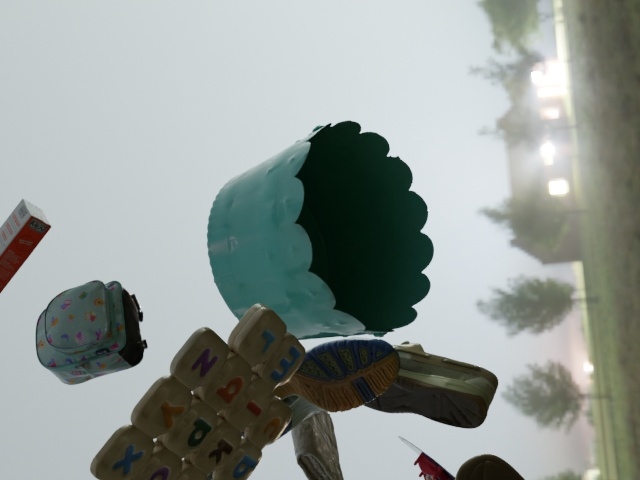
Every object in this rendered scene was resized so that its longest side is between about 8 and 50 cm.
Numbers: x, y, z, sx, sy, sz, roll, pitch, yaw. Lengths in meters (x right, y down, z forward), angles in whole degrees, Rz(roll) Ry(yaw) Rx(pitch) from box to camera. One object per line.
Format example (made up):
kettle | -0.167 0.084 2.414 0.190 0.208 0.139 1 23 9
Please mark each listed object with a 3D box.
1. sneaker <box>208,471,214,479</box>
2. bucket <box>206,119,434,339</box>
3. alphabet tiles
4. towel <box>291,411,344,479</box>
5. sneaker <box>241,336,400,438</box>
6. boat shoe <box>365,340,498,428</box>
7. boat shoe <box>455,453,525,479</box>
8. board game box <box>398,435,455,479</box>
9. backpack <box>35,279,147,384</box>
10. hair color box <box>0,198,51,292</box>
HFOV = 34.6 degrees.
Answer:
sneaker | -0.227 0.448 1.907 0.084 0.083 0.215 -48 3 -18
bucket | 0.000 0.000 1.341 0.281 0.183 0.281 20 -118 -45
alphabet tiles | -0.123 0.199 1.048 0.284 0.021 0.278 -53 -29 -11
towel | -0.014 0.362 1.905 0.282 0.049 0.187 66 -171 -54
sneaker | -0.001 0.213 1.597 0.112 0.296 0.131 63 -155 -3
boat shoe | 0.143 0.223 1.712 0.098 0.302 0.109 -54 -33 -44
boat shoe | 0.285 0.470 1.452 0.110 0.122 0.341 91 156 -65
board game box | 0.190 0.395 1.729 0.169 0.033 0.133 41 170 -18
backpack | -0.437 0.172 1.902 0.144 0.188 0.166 47 -156 -54
hair color box | -0.503 0.009 1.671 0.043 0.141 0.072 34 -173 -38
